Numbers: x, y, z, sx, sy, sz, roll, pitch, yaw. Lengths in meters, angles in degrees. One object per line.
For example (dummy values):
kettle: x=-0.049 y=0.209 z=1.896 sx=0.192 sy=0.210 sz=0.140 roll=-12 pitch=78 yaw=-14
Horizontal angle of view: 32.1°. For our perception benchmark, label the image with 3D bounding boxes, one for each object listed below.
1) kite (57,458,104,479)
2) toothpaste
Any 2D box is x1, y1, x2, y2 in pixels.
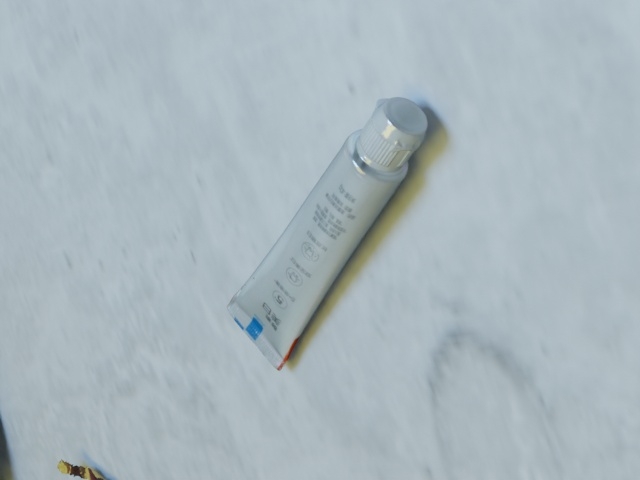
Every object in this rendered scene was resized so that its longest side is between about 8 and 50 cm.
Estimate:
kite: x=-0.095 y=0.234 z=0.757 sx=0.245 sy=0.015 sz=0.141 roll=27 pitch=125 yaw=29
toothpaste: x=0.000 y=0.000 z=0.545 sx=0.048 sy=0.031 sz=0.190 roll=48 pitch=138 yaw=13
